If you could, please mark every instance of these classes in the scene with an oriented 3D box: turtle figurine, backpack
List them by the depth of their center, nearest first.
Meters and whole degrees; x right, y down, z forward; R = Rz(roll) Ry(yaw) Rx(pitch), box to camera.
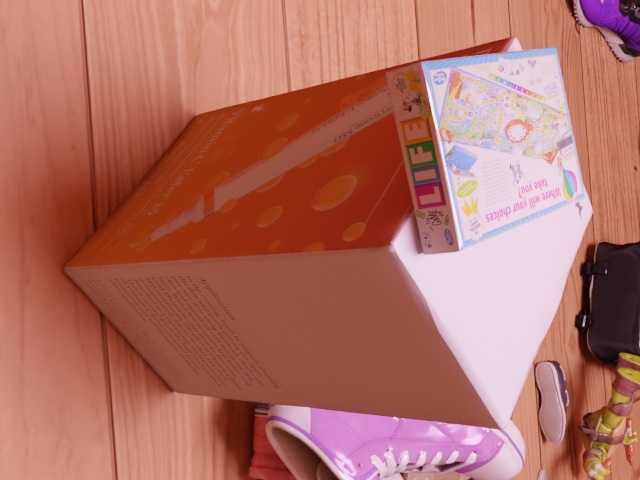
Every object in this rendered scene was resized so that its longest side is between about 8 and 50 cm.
[{"bbox_3d":[0.458,0.287,1.274,0.269,0.087,0.217,-11,120,-53],"label":"turtle figurine"},{"bbox_3d":[0.579,0.122,1.400,0.253,0.191,0.225,27,67,-49],"label":"backpack"}]

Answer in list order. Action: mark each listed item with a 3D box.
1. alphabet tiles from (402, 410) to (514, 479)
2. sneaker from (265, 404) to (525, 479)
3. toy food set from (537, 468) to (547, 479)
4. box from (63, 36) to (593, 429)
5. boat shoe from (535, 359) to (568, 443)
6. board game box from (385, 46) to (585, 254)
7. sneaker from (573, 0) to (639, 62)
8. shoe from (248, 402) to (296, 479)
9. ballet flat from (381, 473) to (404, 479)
[{"bbox_3d":[0.181,0.183,1.045,0.285,0.011,0.342,16,82,-46],"label":"alphabet tiles"},{"bbox_3d":[0.070,0.206,0.781,0.282,0.102,0.161,28,48,-12],"label":"sneaker"},{"bbox_3d":[0.392,0.464,1.242,0.218,0.071,0.128,53,51,-30],"label":"toy food set"},{"bbox_3d":[0.000,0.000,0.644,0.168,0.345,0.215,56,50,-29],"label":"box"},{"bbox_3d":[0.359,0.246,1.244,0.038,0.046,0.125,-3,81,-43],"label":"boat shoe"},{"bbox_3d":[0.106,-0.059,0.489,0.154,0.026,0.103,-18,97,-45],"label":"board game box"},{"bbox_3d":[0.558,-0.417,1.435,0.293,0.146,0.102,17,74,-46],"label":"sneaker"},{"bbox_3d":[0.000,0.215,0.841,0.178,0.063,0.081,19,75,-40],"label":"shoe"},{"bbox_3d":[0.089,0.408,0.873,0.139,0.139,0.400,-33,116,-44],"label":"ballet flat"}]
